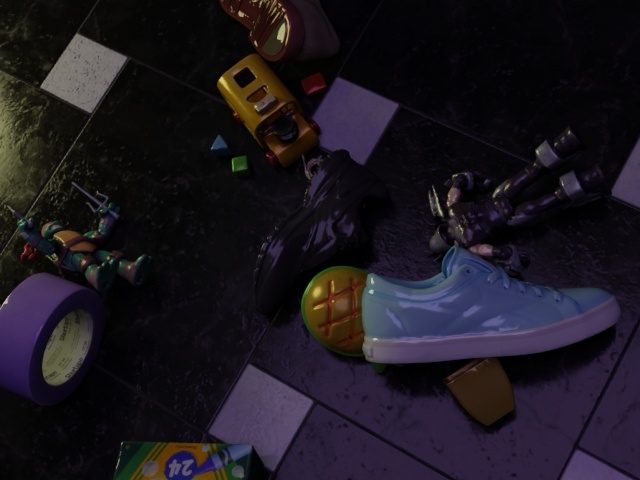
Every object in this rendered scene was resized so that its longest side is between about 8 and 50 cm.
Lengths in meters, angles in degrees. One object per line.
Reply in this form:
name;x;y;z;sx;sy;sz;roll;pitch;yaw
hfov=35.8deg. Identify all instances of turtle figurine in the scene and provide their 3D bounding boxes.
turtle figurine;-0.388;0.002;1.596;0.234;0.118;0.175;31;40;29

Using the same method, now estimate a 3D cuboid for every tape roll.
tape roll;-0.414;0.150;1.506;0.080;0.189;0.189;19;76;19

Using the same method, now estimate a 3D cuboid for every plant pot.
plant pot;0.231;0.214;1.403;0.081;0.081;0.083;-34;86;0

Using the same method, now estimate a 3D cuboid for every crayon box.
crayon box;-0.203;0.442;1.370;0.203;0.083;0.323;-1;55;12

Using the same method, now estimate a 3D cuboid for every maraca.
maraca;0.059;0.116;1.467;0.185;0.099;0.127;34;92;-4

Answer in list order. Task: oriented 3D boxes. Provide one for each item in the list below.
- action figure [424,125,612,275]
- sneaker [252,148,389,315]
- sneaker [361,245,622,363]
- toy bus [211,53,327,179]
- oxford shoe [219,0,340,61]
action figure;0.280;-0.047;1.474;0.285;0.099;0.185;-30;74;14
sneaker;0.000;0.000;1.517;0.130;0.109;0.286;32;83;13
sneaker;0.235;0.079;1.376;0.365;0.135;0.150;-7;97;-4
toy bus;-0.079;-0.204;1.600;0.202;0.104;0.191;4;72;14
oxford shoe;-0.081;-0.416;1.688;0.123;0.130;0.348;-55;47;37
